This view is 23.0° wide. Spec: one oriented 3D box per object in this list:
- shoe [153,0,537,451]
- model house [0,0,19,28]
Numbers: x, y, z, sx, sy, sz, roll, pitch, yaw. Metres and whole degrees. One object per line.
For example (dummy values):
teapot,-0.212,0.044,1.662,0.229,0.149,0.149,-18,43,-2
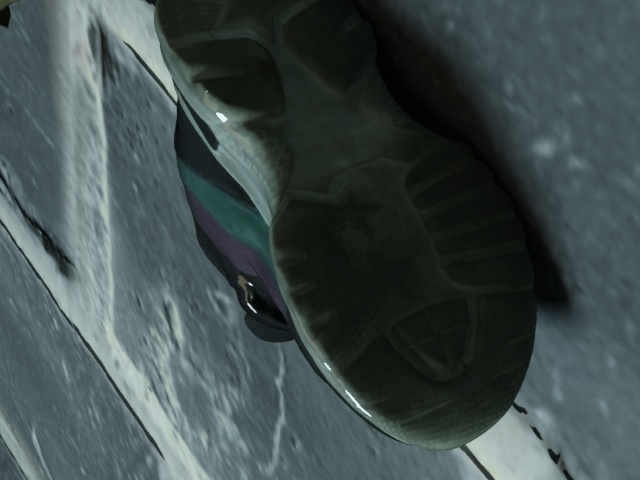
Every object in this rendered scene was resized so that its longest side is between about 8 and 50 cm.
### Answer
shoe,0.000,0.000,0.479,0.169,0.071,0.099,60,157,25
model house,-0.168,-0.137,0.482,0.181,0.248,0.176,-13,99,66
